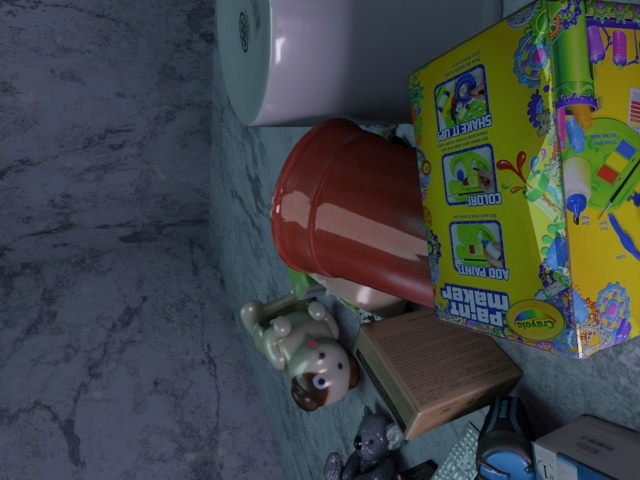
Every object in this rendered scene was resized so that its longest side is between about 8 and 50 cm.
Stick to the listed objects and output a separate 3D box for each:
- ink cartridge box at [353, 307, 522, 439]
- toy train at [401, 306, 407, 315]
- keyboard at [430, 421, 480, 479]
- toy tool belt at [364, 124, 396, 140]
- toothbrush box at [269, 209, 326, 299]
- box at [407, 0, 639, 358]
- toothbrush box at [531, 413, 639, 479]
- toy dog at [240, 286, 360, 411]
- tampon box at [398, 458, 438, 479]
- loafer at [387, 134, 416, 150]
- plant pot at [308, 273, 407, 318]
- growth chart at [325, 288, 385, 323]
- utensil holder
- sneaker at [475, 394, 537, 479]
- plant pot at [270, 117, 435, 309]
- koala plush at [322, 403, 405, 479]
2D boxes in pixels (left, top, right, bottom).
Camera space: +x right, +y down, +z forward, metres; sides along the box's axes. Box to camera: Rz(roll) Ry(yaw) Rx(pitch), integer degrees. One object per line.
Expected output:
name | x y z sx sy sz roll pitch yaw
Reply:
ink cartridge box | 0.208 0.225 0.772 0.193 0.235 0.088 -125 35 -45
toy train | 0.216 0.227 0.999 0.125 0.046 0.166 162 93 -80
keyboard | 0.269 0.508 0.875 0.256 0.014 0.072 -63 30 9
toy tool belt | 0.140 -0.268 0.973 0.051 0.052 0.083 -50 51 20
toothbrush box | 0.000 0.000 1.183 0.122 0.206 0.283 122 134 -57
box | 0.275 -0.065 0.443 0.177 0.290 0.279 -179 81 -66
toothbrush box | 0.414 0.414 0.526 0.216 0.126 0.295 0 100 66
toy dog | -0.061 0.377 1.385 0.408 0.284 0.395 30 126 58
tampon box | 0.265 0.621 0.964 0.161 0.101 0.120 -153 56 -61
loafer | 0.185 -0.154 0.866 0.220 0.080 0.078 -127 35 -46
plant pot | 0.105 0.016 0.939 0.191 0.284 0.284 -59 36 9
growth chart | 0.106 0.169 1.029 0.237 0.021 0.172 36 156 20
utensil holder | 0.044 -0.359 0.725 0.327 0.385 0.327 170 90 -67
sneaker | 0.344 0.424 0.723 0.125 0.139 0.341 -1 119 25
plant pot | 0.113 -0.032 0.645 0.265 0.272 0.272 22 122 35
koala plush | 0.146 0.590 1.175 0.196 0.203 0.221 4 81 56
